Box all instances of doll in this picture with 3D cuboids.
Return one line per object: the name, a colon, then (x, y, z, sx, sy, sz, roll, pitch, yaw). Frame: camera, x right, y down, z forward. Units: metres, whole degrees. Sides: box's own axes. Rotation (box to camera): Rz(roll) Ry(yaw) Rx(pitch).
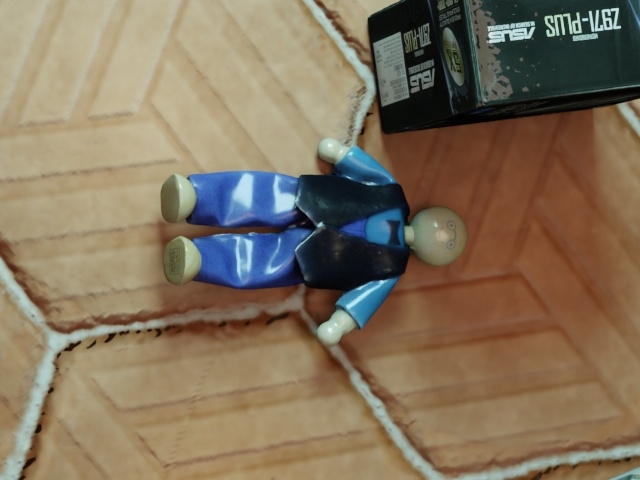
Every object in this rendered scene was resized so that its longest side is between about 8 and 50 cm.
doll: (0.000, 0.000, 1.169, 0.189, 0.046, 0.129, -1, 80, -22)

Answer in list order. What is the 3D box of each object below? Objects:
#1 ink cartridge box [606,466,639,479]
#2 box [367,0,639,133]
ink cartridge box: (0.183, 0.235, 1.195, 0.212, 0.093, 0.154, -20, 96, -13)
box: (0.125, -0.114, 1.136, 0.147, 0.180, 0.077, -8, 90, -16)
